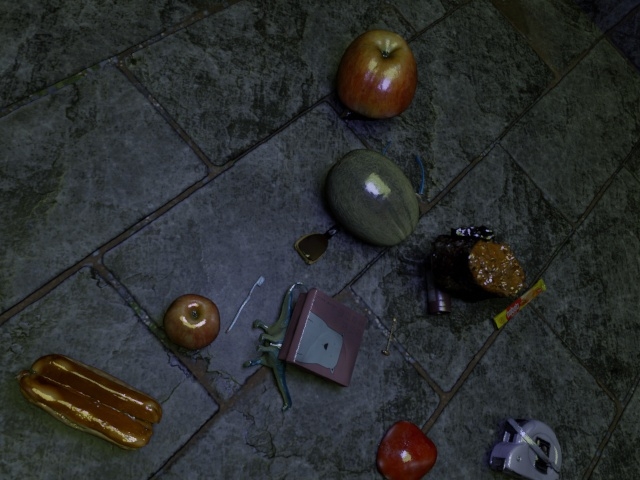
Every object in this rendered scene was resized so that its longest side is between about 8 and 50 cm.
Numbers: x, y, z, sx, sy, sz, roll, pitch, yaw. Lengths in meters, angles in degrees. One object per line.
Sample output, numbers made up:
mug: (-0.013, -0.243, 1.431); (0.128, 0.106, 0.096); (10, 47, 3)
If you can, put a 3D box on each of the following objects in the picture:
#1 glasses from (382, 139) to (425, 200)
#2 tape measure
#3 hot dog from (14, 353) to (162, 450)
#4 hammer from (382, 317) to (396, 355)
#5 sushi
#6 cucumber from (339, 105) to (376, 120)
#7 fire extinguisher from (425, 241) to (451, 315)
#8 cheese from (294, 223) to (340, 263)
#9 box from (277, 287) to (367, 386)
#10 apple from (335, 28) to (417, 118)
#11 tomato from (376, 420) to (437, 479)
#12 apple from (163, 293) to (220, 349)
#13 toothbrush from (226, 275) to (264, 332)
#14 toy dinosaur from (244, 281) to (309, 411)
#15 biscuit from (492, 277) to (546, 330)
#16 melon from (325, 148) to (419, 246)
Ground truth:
glasses: (0.272, -0.234, 1.642); (0.190, 0.088, 0.220); (24, 46, -10)
tape measure: (0.645, 0.650, 1.440); (0.236, 0.120, 0.197); (30, 63, -13)
hot dog: (-0.542, 0.375, 1.103); (0.337, 0.100, 0.135); (30, 57, -10)
hammer: (0.217, 0.297, 1.457); (0.029, 0.014, 0.122); (29, 62, -19)
sushi: (0.495, 0.067, 1.481); (0.349, 0.208, 0.234); (18, 71, -45)
cucumber: (0.154, -0.449, 1.662); (0.182, 0.053, 0.053); (-3, 74, -23)
fire extinguisher: (0.380, 0.123, 1.529); (0.071, 0.099, 0.231); (-6, 72, 18)
cheese: (0.000, 0.000, 1.461); (0.162, 0.036, 0.086); (-38, 85, -27)
box: (0.009, 0.271, 1.310); (0.215, 0.086, 0.215); (34, 63, -32)
apple: (0.192, -0.564, 1.575); (0.278, 0.250, 0.309); (-4, 44, -26)
tomato: (0.254, 0.611, 1.326); (0.166, 0.082, 0.174); (46, 61, -2)
apple: (-0.332, 0.209, 1.216); (0.147, 0.131, 0.146); (7, 65, -15)
toothbrush: (-0.214, 0.181, 1.334); (0.019, 0.013, 0.193); (39, 63, -14)
toy dinosaur: (-0.122, 0.282, 1.304); (0.147, 0.076, 0.362); (18, 69, -32)
biscuit: (0.701, 0.223, 1.653); (0.292, 0.026, 0.048); (-30, 104, -26)
melon: (0.159, -0.129, 1.448); (0.248, 0.248, 0.329); (-43, 93, -27)
